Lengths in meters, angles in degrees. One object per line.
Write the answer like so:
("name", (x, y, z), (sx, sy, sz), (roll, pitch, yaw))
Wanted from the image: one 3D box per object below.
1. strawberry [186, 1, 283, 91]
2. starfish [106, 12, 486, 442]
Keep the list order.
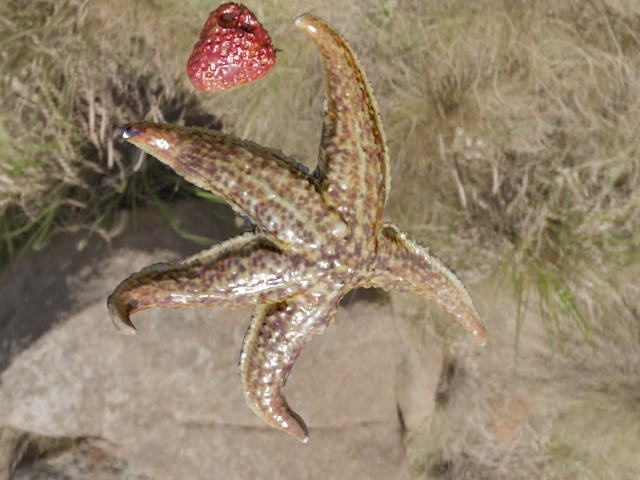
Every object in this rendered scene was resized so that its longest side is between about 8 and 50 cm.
("strawberry", (-0.080, -0.164, 0.896), (0.083, 0.073, 0.073), (-50, 121, -14))
("starfish", (0.001, 0.002, 0.531), (0.238, 0.057, 0.213), (19, 100, -18))
